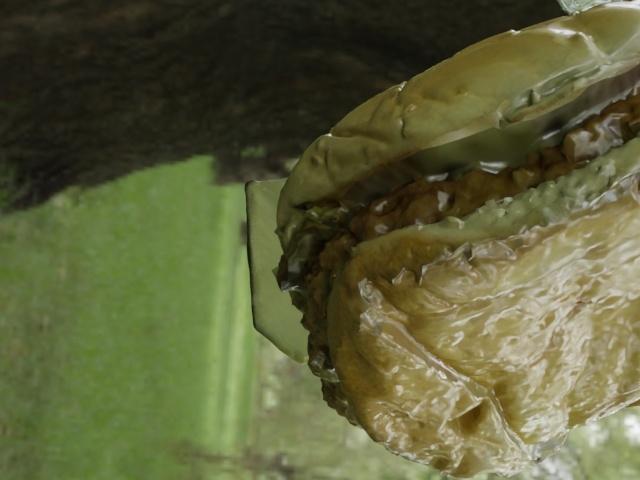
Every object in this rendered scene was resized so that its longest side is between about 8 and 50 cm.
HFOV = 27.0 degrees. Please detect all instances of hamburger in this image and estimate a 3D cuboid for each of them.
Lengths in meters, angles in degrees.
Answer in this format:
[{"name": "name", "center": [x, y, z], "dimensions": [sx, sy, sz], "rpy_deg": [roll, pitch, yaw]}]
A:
[{"name": "hamburger", "center": [0.119, 0.004, 0.724], "dimensions": [0.259, 0.283, 0.145], "rpy_deg": [68, -2, -50]}]

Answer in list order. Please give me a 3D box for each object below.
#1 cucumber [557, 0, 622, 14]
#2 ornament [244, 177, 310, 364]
[{"name": "cucumber", "center": [0.181, -0.207, 0.917], "dimensions": [0.211, 0.078, 0.062], "rpy_deg": [22, 49, -60]}, {"name": "ornament", "center": [0.000, 0.000, 1.227], "dimensions": [0.201, 0.180, 0.059], "rpy_deg": [-50, 165, -1]}]
